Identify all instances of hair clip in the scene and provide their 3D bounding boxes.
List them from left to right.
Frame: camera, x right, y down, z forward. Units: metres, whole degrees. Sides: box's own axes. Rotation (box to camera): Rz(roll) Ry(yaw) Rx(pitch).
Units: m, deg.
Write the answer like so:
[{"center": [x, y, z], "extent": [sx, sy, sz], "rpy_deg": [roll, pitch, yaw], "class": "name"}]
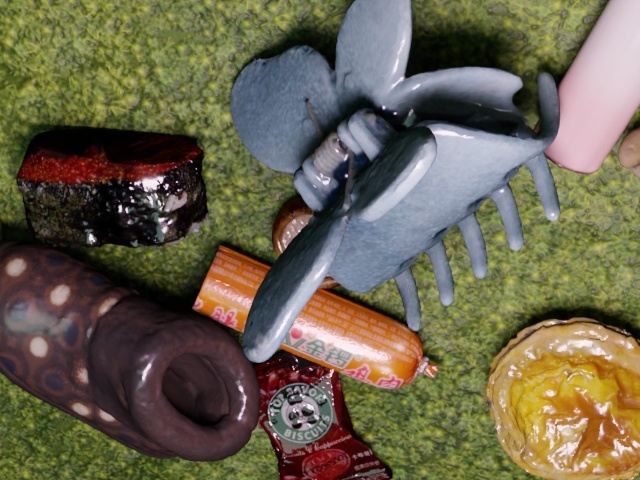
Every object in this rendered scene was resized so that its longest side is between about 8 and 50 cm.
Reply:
[{"center": [0.085, -0.071, 1.527], "extent": [0.238, 0.392, 0.318], "rpy_deg": [20, 136, -30], "class": "hair clip"}]

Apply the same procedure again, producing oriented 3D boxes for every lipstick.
[{"center": [0.333, -0.221, 1.490], "extent": [0.087, 0.087, 0.327], "rpy_deg": [26, 123, -2], "class": "lipstick"}]

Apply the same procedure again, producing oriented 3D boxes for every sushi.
[{"center": [-0.249, -0.058, 1.712], "extent": [0.225, 0.136, 0.126], "rpy_deg": [6, 113, 16], "class": "sushi"}]

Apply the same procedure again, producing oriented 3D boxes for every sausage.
[{"center": [-0.001, 0.107, 1.770], "extent": [0.312, 0.093, 0.093], "rpy_deg": [23, 123, 0], "class": "sausage"}]

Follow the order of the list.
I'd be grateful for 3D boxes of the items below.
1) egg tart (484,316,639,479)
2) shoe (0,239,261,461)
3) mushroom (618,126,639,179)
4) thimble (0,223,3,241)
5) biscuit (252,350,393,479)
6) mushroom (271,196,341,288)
[{"center": [0.315, 0.188, 1.730], "extent": [0.241, 0.106, 0.241], "rpy_deg": [5, 119, 9], "class": "egg tart"}, {"center": [-0.250, 0.137, 1.749], "extent": [0.384, 0.171, 0.237], "rpy_deg": [42, 153, -22], "class": "shoe"}, {"center": [0.450, -0.043, 1.558], "extent": [0.270, 0.103, 0.118], "rpy_deg": [18, 136, 7], "class": "mushroom"}, {"center": [-0.485, 0.018, 1.812], "extent": [0.137, 0.143, 0.190], "rpy_deg": [28, 123, -2], "class": "thimble"}, {"center": [-0.016, 0.248, 1.877], "extent": [0.151, 0.063, 0.235], "rpy_deg": [-21, 109, 12], "class": "biscuit"}, {"center": [0.000, 0.000, 1.730], "extent": [0.123, 0.052, 0.123], "rpy_deg": [8, 116, 16], "class": "mushroom"}]
